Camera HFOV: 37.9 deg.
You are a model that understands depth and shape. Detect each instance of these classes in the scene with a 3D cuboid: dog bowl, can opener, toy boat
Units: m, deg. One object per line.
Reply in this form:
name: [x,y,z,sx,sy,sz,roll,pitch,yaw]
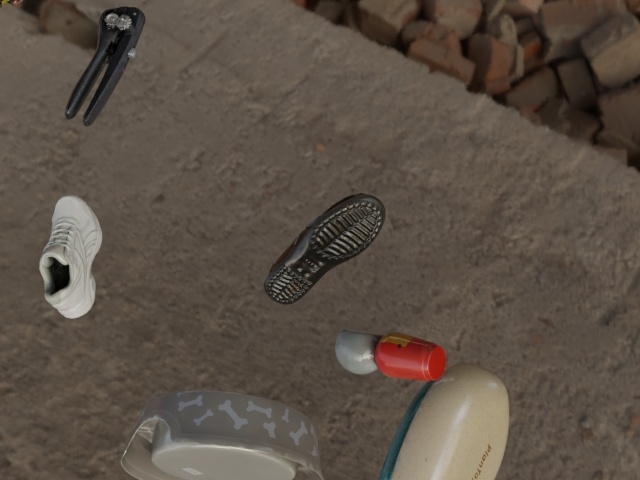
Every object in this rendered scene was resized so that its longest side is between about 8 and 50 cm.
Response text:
dog bowl: [-0.163,0.358,1.610,0.348,0.349,0.102,-5,58,19]
can opener: [-0.275,-0.227,1.208,0.059,0.073,0.186,11,63,8]
toy boat: [0.133,0.232,1.235,0.148,0.318,0.267,5,45,39]

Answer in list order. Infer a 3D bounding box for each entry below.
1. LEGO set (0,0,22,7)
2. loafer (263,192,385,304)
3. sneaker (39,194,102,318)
LEGO set: [-0.344,-0.256,0.785,0.255,0.331,0.192,-24,60,7]
loafer: [0.000,0.000,1.366,0.220,0.080,0.078,-38,24,17]
sneaker: [-0.458,0.017,1.689,0.090,0.115,0.232,-10,71,10]
